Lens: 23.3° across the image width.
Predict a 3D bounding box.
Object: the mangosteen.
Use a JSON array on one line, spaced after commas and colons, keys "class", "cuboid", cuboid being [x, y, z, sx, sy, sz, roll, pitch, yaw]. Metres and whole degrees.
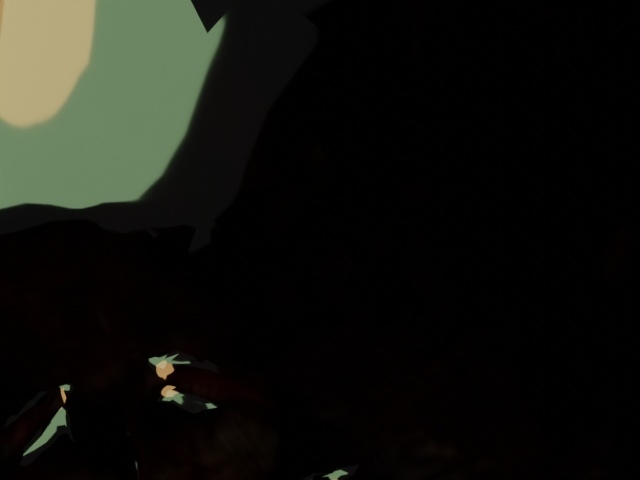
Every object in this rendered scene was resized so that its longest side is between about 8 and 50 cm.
[{"class": "mangosteen", "cuboid": [0.000, 0.000, 0.599, 0.382, 0.382, 0.435, -35, 13, 24]}]
